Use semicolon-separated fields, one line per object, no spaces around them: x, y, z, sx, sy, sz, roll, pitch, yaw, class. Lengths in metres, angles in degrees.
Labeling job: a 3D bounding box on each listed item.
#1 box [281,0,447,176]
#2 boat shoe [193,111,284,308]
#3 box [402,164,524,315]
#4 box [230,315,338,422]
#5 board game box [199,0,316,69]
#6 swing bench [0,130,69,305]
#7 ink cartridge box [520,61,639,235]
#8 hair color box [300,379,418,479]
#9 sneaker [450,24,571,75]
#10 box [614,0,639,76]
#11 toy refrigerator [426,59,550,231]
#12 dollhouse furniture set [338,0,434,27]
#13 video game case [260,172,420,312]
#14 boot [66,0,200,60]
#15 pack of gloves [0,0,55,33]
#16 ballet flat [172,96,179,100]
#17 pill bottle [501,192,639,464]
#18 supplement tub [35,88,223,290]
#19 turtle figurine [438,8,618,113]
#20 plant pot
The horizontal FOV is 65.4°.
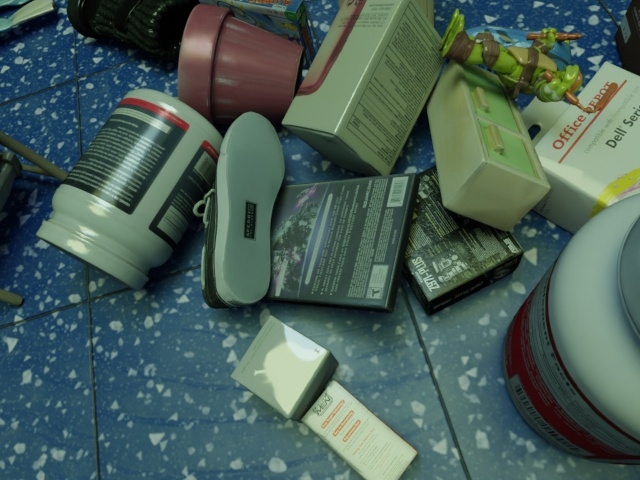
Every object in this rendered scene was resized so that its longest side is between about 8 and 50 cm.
0.072;-0.235;0.767;0.127;0.148;0.232;24;86;44;box
-0.128;-0.047;0.764;0.105;0.113;0.306;-16;69;44;boat shoe
0.176;-0.007;0.728;0.147;0.077;0.180;-28;64;-2;box
-0.046;0.177;0.685;0.102;0.087;0.101;28;75;20;box
-0.114;-0.393;0.918;0.201;0.136;0.035;18;71;18;board game box
-0.573;-0.062;0.795;0.165;0.255;0.253;11;69;15;swing bench
0.425;-0.105;0.701;0.353;0.119;0.207;37;79;23;ink cartridge box
0.051;0.258;0.657;0.141;0.043;0.072;37;78;21;hair color box
0.309;-0.305;0.838;0.209;0.069;0.082;9;73;14;sneaker
0.674;-0.299;0.731;0.381;0.143;0.191;-5;67;10;box
0.226;-0.150;0.705;0.102;0.094;0.269;20;44;-14;toy refrigerator
0.113;-0.537;0.933;0.362;0.256;0.394;-5;45;8;dollhouse furniture set
0.000;0.000;0.730;0.274;0.026;0.196;-1;64;37;video game case
-0.331;-0.534;1.018;0.260;0.131;0.348;19;82;25;boot
-0.714;-0.515;1.145;0.232;0.046;0.195;-24;53;-4;pack of gloves
-0.335;-0.185;0.911;0.079;0.077;0.221;29;74;42;ballet flat
0.321;0.093;0.477;0.229;0.408;0.229;-4;67;9;pill bottle
-0.285;-0.079;0.783;0.191;0.191;0.272;22;72;18;supplement tub
0.280;-0.255;0.707;0.217;0.087;0.269;21;45;-1;turtle figurine
-0.126;-0.282;0.853;0.180;0.201;0.201;10;69;-2;plant pot
